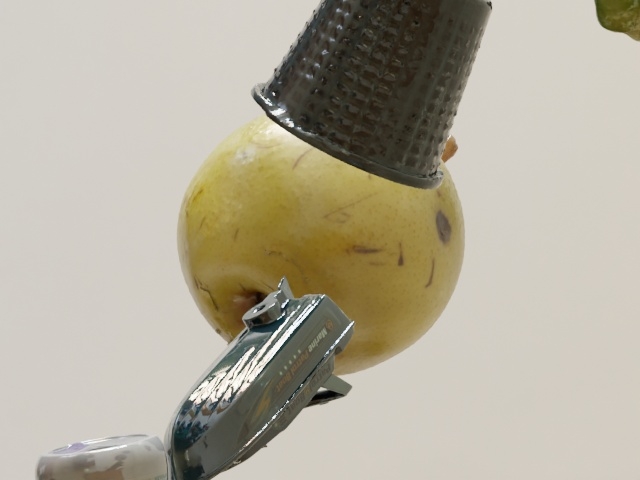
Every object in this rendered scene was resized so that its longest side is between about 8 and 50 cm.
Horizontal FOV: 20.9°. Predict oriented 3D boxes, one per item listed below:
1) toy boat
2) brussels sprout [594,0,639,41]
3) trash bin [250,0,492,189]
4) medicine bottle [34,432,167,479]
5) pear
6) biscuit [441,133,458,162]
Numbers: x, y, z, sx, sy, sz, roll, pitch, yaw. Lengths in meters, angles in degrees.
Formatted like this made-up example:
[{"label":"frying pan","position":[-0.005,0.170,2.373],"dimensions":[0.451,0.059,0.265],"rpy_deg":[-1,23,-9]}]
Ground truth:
[{"label":"toy boat","position":[-0.054,0.129,1.382],"dimensions":[0.093,0.246,0.103],"rpy_deg":[-20,-73,36]},{"label":"brussels sprout","position":[0.381,-0.300,1.969],"dimensions":[0.155,0.155,0.117],"rpy_deg":[118,-5,-63]},{"label":"trash bin","position":[0.053,-0.151,1.402],"dimensions":[0.161,0.175,0.175],"rpy_deg":[-64,-154,13]},{"label":"medicine bottle","position":[-0.203,0.307,1.725],"dimensions":[0.135,0.135,0.215],"rpy_deg":[172,-91,-74]},{"label":"pear","position":[0.000,0.000,2.087],"dimensions":[0.348,0.348,0.348],"rpy_deg":[173,-90,-74]},{"label":"biscuit","position":[0.108,-0.111,2.356],"dimensions":[0.036,0.165,0.250],"rpy_deg":[57,0,-16]}]
